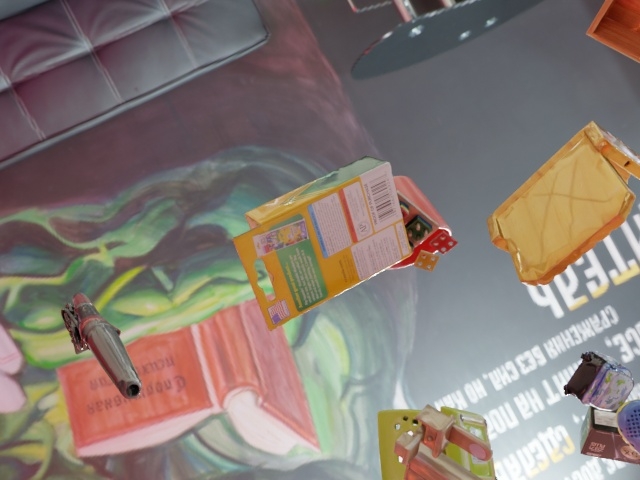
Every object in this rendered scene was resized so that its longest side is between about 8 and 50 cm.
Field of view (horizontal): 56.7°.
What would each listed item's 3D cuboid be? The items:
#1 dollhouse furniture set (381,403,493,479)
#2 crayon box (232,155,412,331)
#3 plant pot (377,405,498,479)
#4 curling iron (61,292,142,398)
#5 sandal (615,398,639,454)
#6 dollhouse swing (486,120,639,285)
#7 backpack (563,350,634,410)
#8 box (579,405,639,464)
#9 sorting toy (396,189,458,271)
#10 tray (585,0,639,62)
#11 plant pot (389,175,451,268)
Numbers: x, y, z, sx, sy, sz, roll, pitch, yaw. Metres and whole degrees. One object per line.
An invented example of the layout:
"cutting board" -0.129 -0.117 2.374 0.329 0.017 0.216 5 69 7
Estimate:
"dollhouse furniture set" 0.156 0.538 1.087 0.174 0.303 0.355 26 -142 32
"crayon box" 0.000 0.000 1.104 0.323 0.203 0.083 -27 -152 -18
"plant pot" 0.290 0.521 1.434 0.207 0.227 0.228 -22 148 32
"curling iron" -0.219 0.104 0.599 0.035 0.068 0.274 -19 -165 -30
"sandal" 0.763 0.455 1.229 0.126 0.317 0.138 -51 167 5
"dollhouse swing" 0.621 -0.038 1.394 0.315 0.305 0.347 21 125 -31
"backpack" 0.560 0.282 1.171 0.114 0.105 0.084 15 -164 -33
"box" 0.791 0.513 1.561 0.180 0.147 0.077 7 -133 15
"sorting toy" 0.178 -0.016 1.316 0.132 0.274 0.046 -42 -158 31
"tray" 0.787 -0.416 1.228 0.076 0.411 0.203 -52 167 -12
"plant pot" 0.274 -0.070 2.043 0.275 0.243 0.275 -18 156 -9
